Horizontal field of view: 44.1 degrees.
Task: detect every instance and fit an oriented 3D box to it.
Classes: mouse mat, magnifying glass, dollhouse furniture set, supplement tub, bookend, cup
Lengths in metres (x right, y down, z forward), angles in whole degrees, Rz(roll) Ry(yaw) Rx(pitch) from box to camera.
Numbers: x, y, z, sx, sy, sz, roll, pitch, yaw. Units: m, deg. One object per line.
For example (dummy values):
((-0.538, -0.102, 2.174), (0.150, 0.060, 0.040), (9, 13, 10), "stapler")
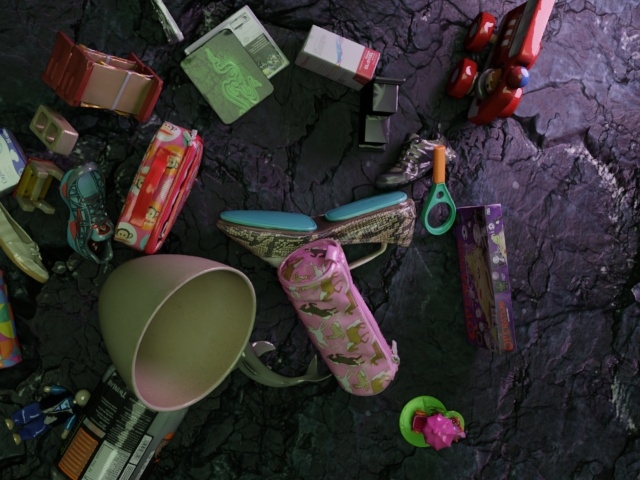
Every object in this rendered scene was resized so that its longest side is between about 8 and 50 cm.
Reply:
((-0.221, -0.390, 1.877), (0.152, 0.007, 0.190), (-39, 98, -8), "mouse mat")
((0.290, -0.120, 1.937), (0.092, 0.026, 0.231), (-15, 118, -20), "magnifying glass")
((-0.534, -0.247, 1.758), (0.201, 0.152, 0.374), (8, 117, -51), "dollhouse furniture set")
((-0.459, 0.457, 1.766), (0.207, 0.207, 0.338), (31, 86, -9), "supplement tub")
((0.143, -0.299, 1.890), (0.072, 0.157, 0.156), (3, 89, -10), "bookend")
((-0.334, 0.158, 1.681), (0.236, 0.331, 0.331), (29, 84, 33), "cup")

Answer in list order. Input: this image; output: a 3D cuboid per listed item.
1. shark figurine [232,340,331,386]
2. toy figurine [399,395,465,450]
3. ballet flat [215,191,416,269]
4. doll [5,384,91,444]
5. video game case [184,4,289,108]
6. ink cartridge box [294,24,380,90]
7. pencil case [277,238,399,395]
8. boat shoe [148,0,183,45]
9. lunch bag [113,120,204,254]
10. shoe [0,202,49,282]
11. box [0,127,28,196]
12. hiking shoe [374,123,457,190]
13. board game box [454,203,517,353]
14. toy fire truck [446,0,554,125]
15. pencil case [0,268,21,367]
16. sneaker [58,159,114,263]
((-0.129, 0.304, 1.873), (0.278, 0.116, 0.166), (30, 87, -7), "shark figurine")
((0.296, 0.462, 1.925), (0.173, 0.159, 0.130), (11, 89, -11), "toy figurine")
((0.000, 0.000, 1.880), (0.482, 0.164, 0.182), (-7, 108, -12), "ballet flat")
((-0.616, 0.399, 1.818), (0.188, 0.046, 0.129), (-27, 86, -15), "doll")
((-0.200, -0.438, 1.896), (0.190, 0.022, 0.173), (-38, 96, -8), "video game case")
((0.038, -0.433, 1.883), (0.175, 0.127, 0.072), (21, 86, -10), "ink cartridge box")
((0.046, 0.180, 1.813), (0.167, 0.160, 0.386), (-33, 120, -5), "pencil case")
((-0.374, -0.523, 1.850), (0.040, 0.049, 0.142), (-33, 98, -8), "boat shoe")
((-0.359, -0.117, 1.750), (0.120, 0.258, 0.293), (23, 88, -6), "lunch bag")
((-0.684, 0.003, 1.786), (0.058, 0.076, 0.219), (-41, 95, -2), "shoe")
((-0.732, -0.165, 1.778), (0.137, 0.072, 0.126), (-29, 95, -8), "box")
((0.219, -0.202, 1.951), (0.226, 0.086, 0.114), (-26, 87, -18), "hiking shoe")
((0.394, 0.088, 1.914), (0.056, 0.208, 0.347), (-7, 91, -7), "board game box")
((0.443, -0.430, 1.892), (0.169, 0.254, 0.302), (22, 87, -9), "toy fire truck")
((-0.740, 0.181, 1.769), (0.104, 0.104, 0.237), (-8, 91, -10), "pencil case")
((-0.492, -0.057, 1.738), (0.104, 0.262, 0.125), (-30, 54, -33), "sneaker")
